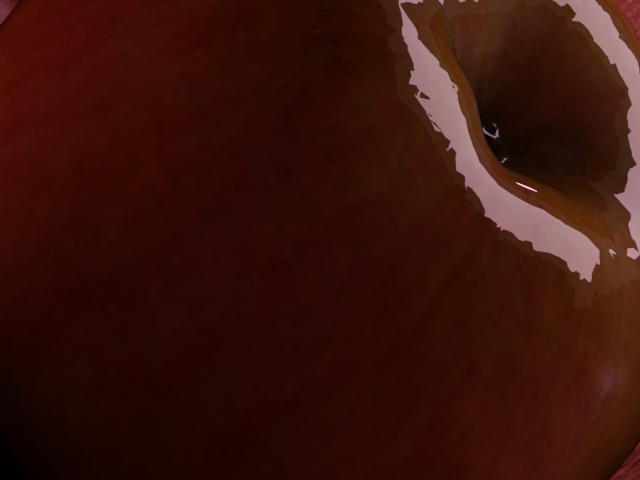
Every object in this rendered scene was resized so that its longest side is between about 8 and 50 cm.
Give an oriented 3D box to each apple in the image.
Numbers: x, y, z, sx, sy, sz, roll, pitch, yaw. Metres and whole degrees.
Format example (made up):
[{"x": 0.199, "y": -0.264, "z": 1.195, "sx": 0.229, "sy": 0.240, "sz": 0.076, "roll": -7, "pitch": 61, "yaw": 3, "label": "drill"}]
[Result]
[{"x": 0.000, "y": 0.000, "z": 0.738, "sx": 0.391, "sy": 0.346, "sz": 0.391, "roll": 29, "pitch": 46, "yaw": -35, "label": "apple"}]

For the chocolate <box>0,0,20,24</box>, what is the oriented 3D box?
[{"x": -0.267, "y": -0.137, "z": 0.875, "sx": 0.083, "sy": 0.161, "sz": 0.261, "roll": 28, "pitch": -13, "yaw": 7, "label": "chocolate"}]
